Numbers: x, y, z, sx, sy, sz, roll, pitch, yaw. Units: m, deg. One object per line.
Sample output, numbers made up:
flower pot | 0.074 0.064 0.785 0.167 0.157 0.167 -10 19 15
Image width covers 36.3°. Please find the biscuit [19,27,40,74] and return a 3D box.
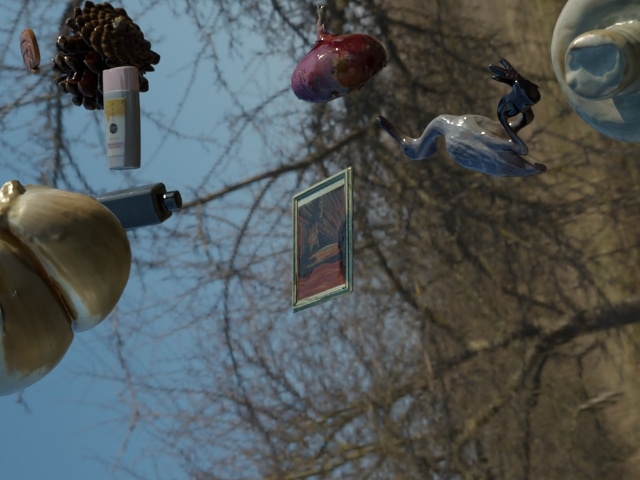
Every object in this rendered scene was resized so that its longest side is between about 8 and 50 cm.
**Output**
biscuit | -0.496 -0.319 1.662 0.091 0.015 0.078 -19 87 63

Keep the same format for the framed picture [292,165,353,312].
framed picture | 0.000 0.000 2.043 0.016 0.216 0.273 13 -113 -34

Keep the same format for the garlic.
garlic | -0.416 0.076 1.392 0.286 0.250 0.313 -66 -16 -46

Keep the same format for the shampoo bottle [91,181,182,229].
shampoo bottle | -0.412 -0.065 2.062 0.079 0.246 0.080 -58 -44 -72

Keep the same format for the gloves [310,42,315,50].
gloves | 0.011 -0.409 2.120 0.044 0.081 0.037 -43 -33 -32

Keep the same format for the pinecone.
pinecone | -0.521 -0.426 2.329 0.264 0.264 0.264 -16 -90 -80

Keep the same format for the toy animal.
toy animal | 0.253 -0.173 1.628 0.090 0.324 0.195 -32 -81 -41

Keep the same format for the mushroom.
mushroom | 0.410 -0.245 1.286 0.243 0.244 0.243 -16 -90 -80

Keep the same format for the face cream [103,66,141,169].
face cream | -0.387 -0.238 1.907 0.057 0.084 0.198 -6 -88 -55

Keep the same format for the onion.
onion | 0.017 -0.279 1.433 0.150 0.150 0.140 -68 -43 -74
